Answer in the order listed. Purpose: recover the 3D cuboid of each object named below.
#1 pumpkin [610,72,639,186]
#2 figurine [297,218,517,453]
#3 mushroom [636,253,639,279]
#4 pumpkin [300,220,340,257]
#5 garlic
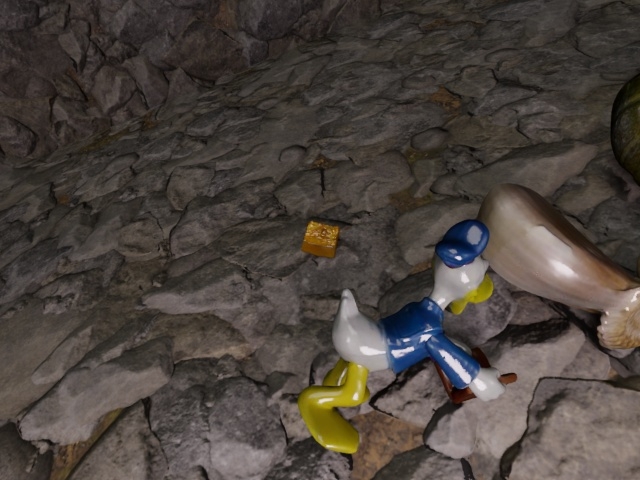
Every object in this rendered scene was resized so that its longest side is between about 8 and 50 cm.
[{"bbox_3d":[0.693,-0.160,0.789,0.325,0.242,0.232,20,84,32],"label":"pumpkin"},{"bbox_3d":[0.162,0.133,0.618,0.284,0.338,0.204,24,13,-3],"label":"figurine"},{"bbox_3d":[0.561,0.050,0.652,0.148,0.112,0.148,-6,38,5],"label":"mushroom"},{"bbox_3d":[0.000,0.000,0.993,0.084,0.053,0.074,13,51,6],"label":"pumpkin"},{"bbox_3d":[0.361,0.021,0.689,0.132,0.279,0.325,-53,47,17],"label":"garlic"}]
